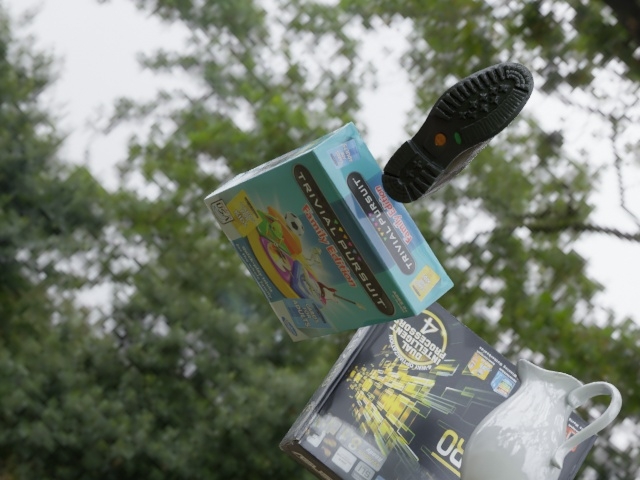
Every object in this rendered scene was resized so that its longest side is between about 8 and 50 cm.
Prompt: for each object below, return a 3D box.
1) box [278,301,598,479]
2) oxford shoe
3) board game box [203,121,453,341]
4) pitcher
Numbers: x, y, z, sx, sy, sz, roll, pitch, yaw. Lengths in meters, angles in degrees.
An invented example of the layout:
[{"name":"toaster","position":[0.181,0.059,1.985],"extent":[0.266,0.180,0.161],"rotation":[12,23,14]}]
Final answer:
[{"name":"box","position":[0.182,0.300,2.070],"extent":[0.395,0.318,0.097],"rotation":[40,-23,-6]},{"name":"oxford shoe","position":[0.174,-0.137,1.713],"extent":[0.083,0.227,0.096],"rotation":[53,17,12]},{"name":"board game box","position":[0.000,0.000,1.891],"extent":[0.254,0.079,0.336],"rotation":[57,-29,-8]},{"name":"pitcher","position":[0.288,0.262,1.805],"extent":[0.178,0.207,0.125],"rotation":[-2,-46,47]}]
